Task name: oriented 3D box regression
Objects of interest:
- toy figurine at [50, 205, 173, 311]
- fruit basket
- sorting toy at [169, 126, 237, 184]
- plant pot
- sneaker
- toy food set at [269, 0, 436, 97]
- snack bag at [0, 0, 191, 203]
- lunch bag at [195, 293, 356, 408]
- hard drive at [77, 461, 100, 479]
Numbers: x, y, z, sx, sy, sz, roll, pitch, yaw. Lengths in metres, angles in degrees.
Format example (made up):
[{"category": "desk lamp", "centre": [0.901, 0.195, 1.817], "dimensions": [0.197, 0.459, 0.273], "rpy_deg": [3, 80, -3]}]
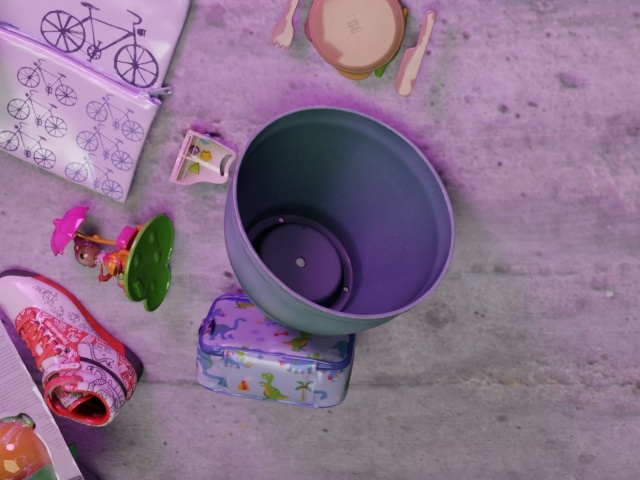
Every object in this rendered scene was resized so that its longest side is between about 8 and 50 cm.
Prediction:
[{"category": "toy figurine", "centre": [-0.307, 0.015, 1.664], "dimensions": [0.159, 0.130, 0.173], "rpy_deg": [18, 146, 16]}, {"category": "fruit basket", "centre": [-0.521, 0.317, 1.805], "dimensions": [0.327, 0.165, 0.353], "rpy_deg": [-28, 87, 27]}, {"category": "sorting toy", "centre": [-0.155, -0.111, 1.586], "dimensions": [0.075, 0.045, 0.083], "rpy_deg": [21, 120, -9]}, {"category": "plant pot", "centre": [0.000, 0.000, 1.501], "dimensions": [0.293, 0.293, 0.196], "rpy_deg": [30, 147, -6]}, {"category": "sneaker", "centre": [-0.392, 0.162, 1.722], "dimensions": [0.270, 0.145, 0.090], "rpy_deg": [41, 118, -11]}, {"category": "toy food set", "centre": [0.045, -0.269, 1.464], "dimensions": [0.192, 0.038, 0.132], "rpy_deg": [22, 114, 5]}, {"category": "snack bag", "centre": [-0.354, -0.248, 1.551], "dimensions": [0.323, 0.037, 0.343], "rpy_deg": [25, 120, -3]}, {"category": "lunch bag", "centre": [-0.061, 0.148, 1.633], "dimensions": [0.218, 0.176, 0.090], "rpy_deg": [8, 115, 5]}, {"category": "hard drive", "centre": [-0.422, 0.450, 1.939], "dimensions": [0.172, 0.054, 0.255], "rpy_deg": [-38, 104, 27]}]
